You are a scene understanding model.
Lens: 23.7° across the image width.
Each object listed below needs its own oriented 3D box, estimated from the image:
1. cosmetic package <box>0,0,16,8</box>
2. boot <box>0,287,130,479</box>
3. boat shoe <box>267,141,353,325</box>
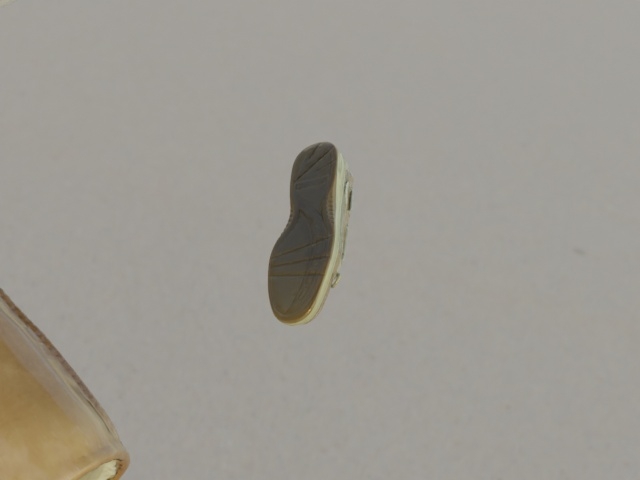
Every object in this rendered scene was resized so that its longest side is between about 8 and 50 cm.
[{"bbox_3d":[-0.118,-0.309,0.428,0.329,0.393,0.327,-28,74,-13],"label":"cosmetic package"},{"bbox_3d":[-0.248,0.054,0.627,0.269,0.236,0.089,52,3,13],"label":"boot"},{"bbox_3d":[-0.002,0.000,1.146,0.056,0.048,0.153,-12,54,27],"label":"boat shoe"}]
